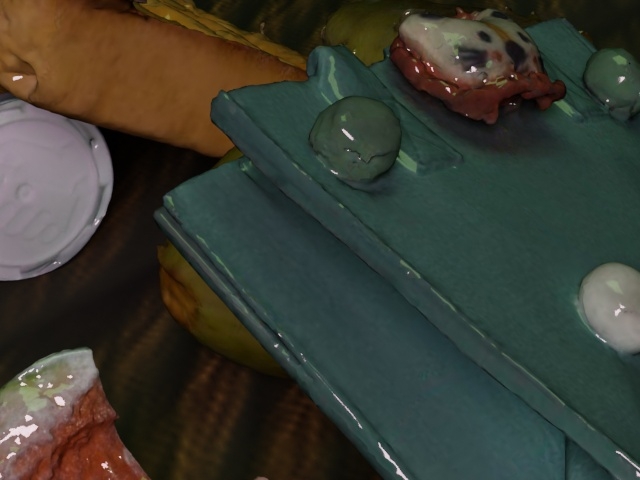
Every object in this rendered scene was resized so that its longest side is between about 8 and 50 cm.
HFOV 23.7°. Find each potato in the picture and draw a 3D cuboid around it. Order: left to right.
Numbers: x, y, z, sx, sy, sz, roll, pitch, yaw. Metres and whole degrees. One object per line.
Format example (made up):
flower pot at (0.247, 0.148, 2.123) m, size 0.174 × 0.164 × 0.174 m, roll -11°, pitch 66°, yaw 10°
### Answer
potato at (0.094, -0.114, 1.018) m, size 0.225 × 0.090 × 0.117 m, roll 21°, pitch 34°, yaw 34°

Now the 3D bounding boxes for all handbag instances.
handbag at (0.113, 0.019, 0.596) m, size 0.268 × 0.100 × 0.274 m, roll -20°, pitch 63°, yaw -49°

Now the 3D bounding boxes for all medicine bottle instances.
medicine bottle at (-0.280, -0.104, 0.986) m, size 0.108 × 0.108 × 0.426 m, roll -17°, pitch 31°, yaw -30°

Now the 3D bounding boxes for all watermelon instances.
watermelon at (-0.094, 0.138, 0.582) m, size 0.098 × 0.158 × 0.121 m, roll -39°, pitch -1°, yaw -31°

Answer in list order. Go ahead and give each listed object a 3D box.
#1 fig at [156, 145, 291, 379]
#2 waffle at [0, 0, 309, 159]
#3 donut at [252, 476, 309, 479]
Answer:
fig at (0.000, 0.000, 0.741) m, size 0.154 × 0.144 × 0.165 m, roll 12°, pitch 35°, yaw 44°
waffle at (-0.112, -0.117, 0.892) m, size 0.348 × 0.078 × 0.304 m, roll 14°, pitch 12°, yaw -47°
donut at (-0.040, 0.174, 0.445) m, size 0.232 × 0.085 × 0.199 m, roll -16°, pitch 36°, yaw -22°
